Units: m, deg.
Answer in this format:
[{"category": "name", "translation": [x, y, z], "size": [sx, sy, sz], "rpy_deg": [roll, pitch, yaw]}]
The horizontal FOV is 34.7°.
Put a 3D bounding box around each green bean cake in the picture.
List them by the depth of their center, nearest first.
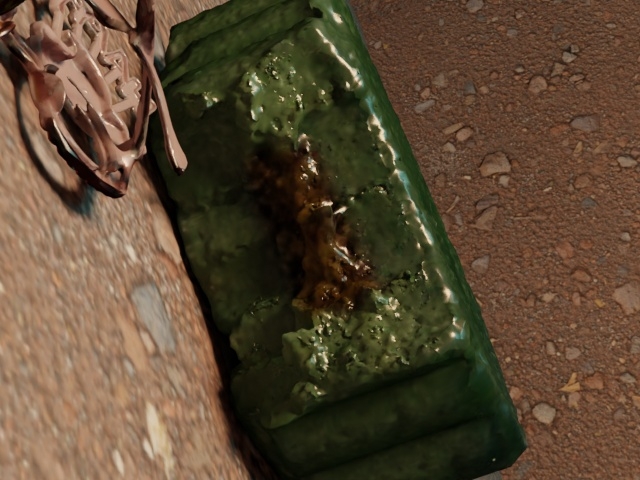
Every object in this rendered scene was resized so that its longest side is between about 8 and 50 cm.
[{"category": "green bean cake", "translation": [0.000, 0.000, 0.725], "size": [0.300, 0.169, 0.308], "rpy_deg": [-99, 164, -55]}]

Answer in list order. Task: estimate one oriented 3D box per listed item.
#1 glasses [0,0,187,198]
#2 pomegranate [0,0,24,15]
[{"category": "glasses", "translation": [-0.129, -0.140, 0.524], "size": [0.162, 0.095, 0.255], "rpy_deg": [-112, 177, -46]}, {"category": "pomegranate", "translation": [-0.138, -0.121, 0.331], "size": [0.138, 0.125, 0.163], "rpy_deg": [78, -1, -59]}]
